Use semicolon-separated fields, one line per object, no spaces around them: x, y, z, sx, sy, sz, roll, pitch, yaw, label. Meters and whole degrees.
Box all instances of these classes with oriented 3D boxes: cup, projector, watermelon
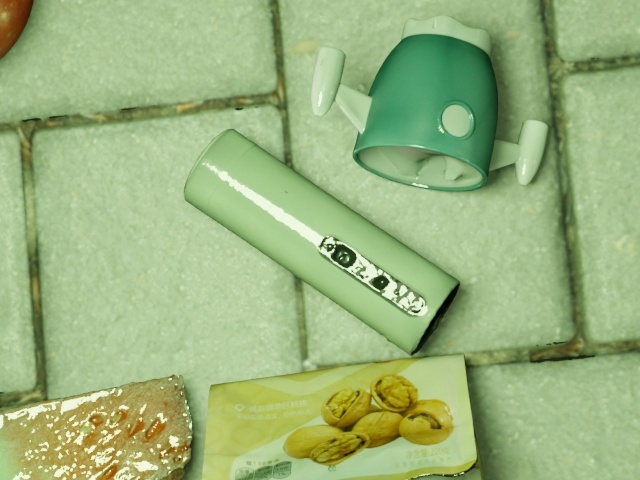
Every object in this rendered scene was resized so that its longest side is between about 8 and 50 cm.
0.132;-0.162;1.585;0.299;0.167;0.173;17;76;-18;cup
0.000;0.000;1.609;0.337;0.108;0.108;34;90;9;projector
-0.262;0.254;1.619;0.256;0.140;0.193;-26;78;-6;watermelon

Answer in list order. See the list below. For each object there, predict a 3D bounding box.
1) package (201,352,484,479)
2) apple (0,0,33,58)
0.030;0.265;1.579;0.311;0.221;0.165;-8;124;4;package
-0.471;-0.315;1.624;0.260;0.260;0.216;20;52;8;apple
